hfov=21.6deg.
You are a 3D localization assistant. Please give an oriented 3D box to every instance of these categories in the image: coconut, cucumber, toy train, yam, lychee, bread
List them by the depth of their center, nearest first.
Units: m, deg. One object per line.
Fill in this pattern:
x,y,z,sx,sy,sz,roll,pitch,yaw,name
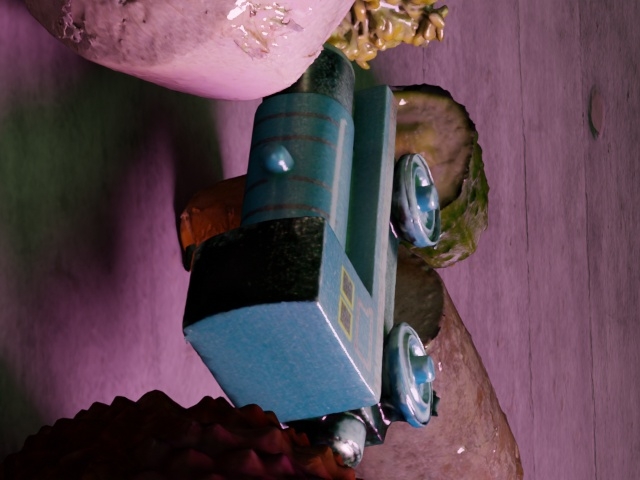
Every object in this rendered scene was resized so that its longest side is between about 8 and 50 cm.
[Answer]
-0.073,0.238,0.960,0.330,0.306,0.306,8,82,-39,lychee
-0.072,-0.197,1.067,0.234,0.224,0.224,17,73,-53,coconut
0.000,0.000,1.116,0.298,0.120,0.194,-85,154,-42,toy train
-0.058,-0.014,1.251,0.083,0.070,0.077,-29,115,-62,bread
0.070,0.153,1.404,0.304,0.168,0.168,62,37,-38,yam
0.095,-0.033,1.502,0.244,0.134,0.134,59,38,-64,cucumber

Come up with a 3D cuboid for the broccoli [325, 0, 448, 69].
0.041,-0.244,1.331,0.273,0.180,0.242,27,64,-60,broccoli
